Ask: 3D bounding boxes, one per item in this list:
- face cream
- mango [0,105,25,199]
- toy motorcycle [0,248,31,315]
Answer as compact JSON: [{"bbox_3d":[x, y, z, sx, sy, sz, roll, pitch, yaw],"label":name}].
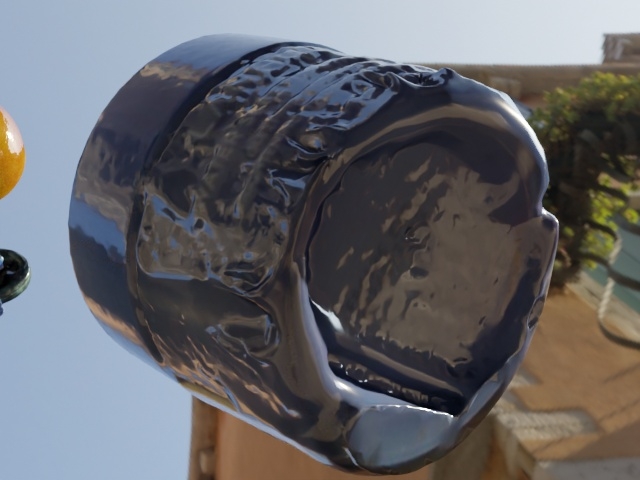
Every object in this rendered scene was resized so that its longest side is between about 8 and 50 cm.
[{"bbox_3d":[0.000,0.000,0.690,0.249,0.225,0.249,-16,-65,-40],"label":"face cream"},{"bbox_3d":[-0.462,-0.124,1.331,0.221,0.120,0.151,39,-120,-55],"label":"mango"},{"bbox_3d":[-0.538,0.101,1.345,0.319,0.182,0.241,2,-112,4],"label":"toy motorcycle"}]
